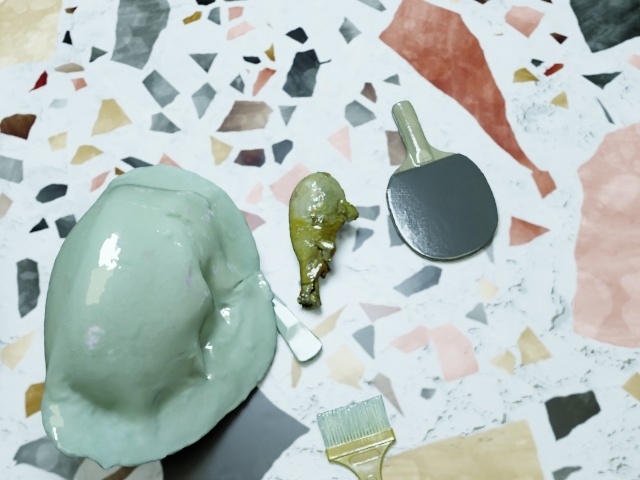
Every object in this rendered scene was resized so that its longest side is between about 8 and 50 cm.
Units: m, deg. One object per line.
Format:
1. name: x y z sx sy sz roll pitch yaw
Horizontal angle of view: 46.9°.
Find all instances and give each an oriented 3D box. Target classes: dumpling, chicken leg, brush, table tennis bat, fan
1. dumpling: -0.204 0.069 0.867 0.212 0.270 0.320 17 92 39
2. chicken leg: 0.000 0.000 0.947 0.093 0.070 0.178 6 73 1
3. brush: 0.062 0.283 0.834 0.083 0.011 0.205 -17 65 -4
4. table tennis bat: 0.148 -0.085 0.995 0.138 0.022 0.246 -18 66 -3
5. fan: -0.065 0.075 0.940 0.038 0.016 0.193 -35 68 -12
